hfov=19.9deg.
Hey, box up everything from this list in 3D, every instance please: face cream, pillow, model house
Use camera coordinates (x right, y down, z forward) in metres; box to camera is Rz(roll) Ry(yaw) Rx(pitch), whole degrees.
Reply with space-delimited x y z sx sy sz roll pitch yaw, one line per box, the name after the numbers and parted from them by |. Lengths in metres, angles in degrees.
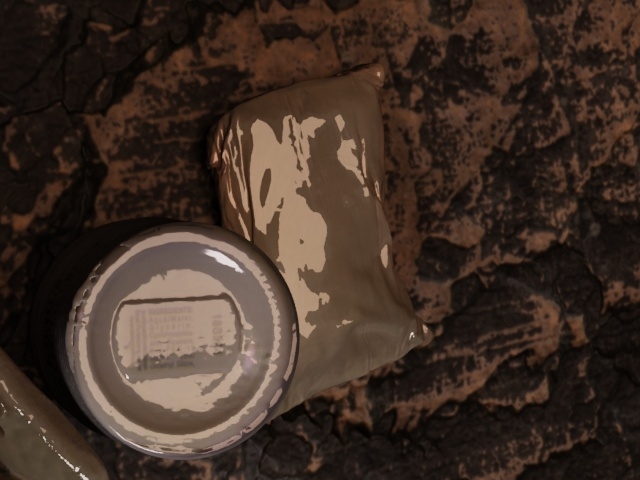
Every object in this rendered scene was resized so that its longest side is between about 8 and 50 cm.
-0.119 0.070 1.373 0.177 0.153 0.177 0 91 -20 | face cream
0.000 0.000 1.509 0.173 0.067 0.270 -15 97 -24 | pillow
-0.281 0.171 1.310 0.188 0.122 0.229 -45 114 -21 | model house
